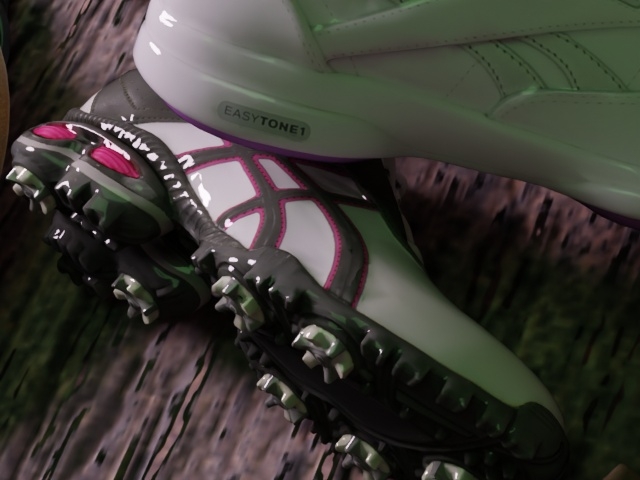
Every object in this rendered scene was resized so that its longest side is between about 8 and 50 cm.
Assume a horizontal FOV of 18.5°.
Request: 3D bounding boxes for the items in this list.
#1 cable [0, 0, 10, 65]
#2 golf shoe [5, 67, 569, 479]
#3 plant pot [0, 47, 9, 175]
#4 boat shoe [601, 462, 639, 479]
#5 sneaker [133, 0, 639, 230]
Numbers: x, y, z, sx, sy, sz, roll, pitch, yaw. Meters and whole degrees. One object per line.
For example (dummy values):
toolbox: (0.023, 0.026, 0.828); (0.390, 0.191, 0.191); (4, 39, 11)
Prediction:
cable: (-0.221, -0.075, 0.922); (0.150, 0.047, 0.184); (-5, 61, 24)
golf shoe: (0.000, 0.000, 0.749); (0.273, 0.105, 0.120); (33, 65, 33)
plant pot: (-0.246, -0.033, 0.860); (0.236, 0.032, 0.236); (-11, 62, 21)
boat shoe: (0.042, 0.137, 0.655); (0.183, 0.066, 0.066); (-27, 73, -10)
sneaker: (0.089, -0.090, 0.700); (0.305, 0.152, 0.114); (9, 23, -2)
